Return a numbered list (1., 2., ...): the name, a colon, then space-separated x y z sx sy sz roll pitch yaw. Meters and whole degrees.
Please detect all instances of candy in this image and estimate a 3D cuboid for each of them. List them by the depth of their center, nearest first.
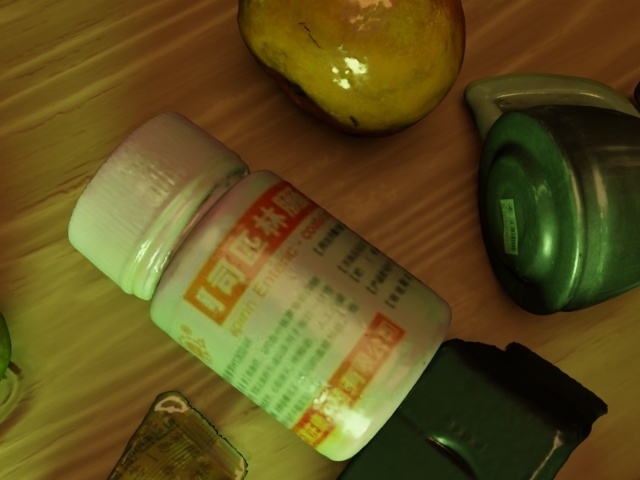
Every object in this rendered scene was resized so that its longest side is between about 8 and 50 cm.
1. candy: -0.206 0.309 0.835 0.143 0.101 0.271 36 71 10

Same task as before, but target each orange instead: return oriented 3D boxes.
1. orange: 0.036 -0.256 0.881 0.284 0.284 0.226 44 85 6

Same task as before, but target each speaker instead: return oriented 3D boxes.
1. speaker: 0.142 0.285 0.836 0.180 0.184 0.388 37 89 32

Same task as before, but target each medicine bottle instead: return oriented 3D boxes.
1. medicine bottle: -0.067 0.045 0.839 0.388 0.219 0.219 38 78 5

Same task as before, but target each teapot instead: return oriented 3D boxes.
1. teapot: 0.320 -0.061 0.919 0.240 0.321 0.239 -8 114 -12

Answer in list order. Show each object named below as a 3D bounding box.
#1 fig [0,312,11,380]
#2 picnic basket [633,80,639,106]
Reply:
1. fig: -0.444 0.141 0.821 0.181 0.181 0.191 28 101 3
2. picnic basket: 0.565 -0.128 0.901 0.321 0.254 0.291 37 80 -6
